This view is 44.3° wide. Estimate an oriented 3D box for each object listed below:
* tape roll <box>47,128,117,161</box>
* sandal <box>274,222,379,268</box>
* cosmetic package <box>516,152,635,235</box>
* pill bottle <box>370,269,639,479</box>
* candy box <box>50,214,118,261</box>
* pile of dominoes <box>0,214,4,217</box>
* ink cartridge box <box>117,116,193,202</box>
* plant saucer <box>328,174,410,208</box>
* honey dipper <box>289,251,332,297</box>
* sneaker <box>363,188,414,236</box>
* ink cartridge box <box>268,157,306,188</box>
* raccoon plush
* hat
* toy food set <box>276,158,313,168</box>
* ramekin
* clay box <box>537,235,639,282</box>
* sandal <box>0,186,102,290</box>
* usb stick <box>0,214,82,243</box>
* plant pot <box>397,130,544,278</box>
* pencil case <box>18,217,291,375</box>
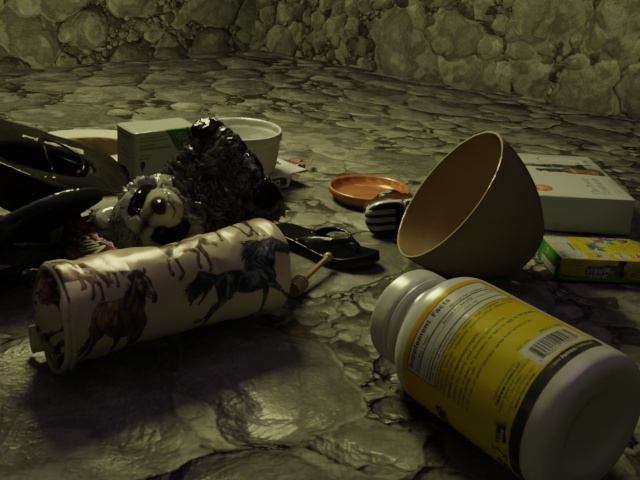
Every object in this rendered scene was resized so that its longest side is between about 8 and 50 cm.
[{"bbox_3d":[-0.580,-0.203,1.979,0.392,0.072,0.392,4,21,-2],"label":"tape roll"},{"bbox_3d":[-0.001,0.000,1.570,0.254,0.054,0.097,17,25,30],"label":"sandal"},{"bbox_3d":[0.568,-0.125,1.943,0.284,0.097,0.377,1,21,1],"label":"cosmetic package"},{"bbox_3d":[0.218,0.161,1.008,0.188,0.188,0.334,-10,25,-32],"label":"pill bottle"},{"bbox_3d":[-0.419,0.015,1.429,0.109,0.053,0.187,-17,30,-22],"label":"candy box"},{"bbox_3d":[-0.746,-0.008,1.521,0.196,0.040,0.251,19,34,28],"label":"pile of dominoes"},{"bbox_3d":[-0.349,-0.148,1.685,0.153,0.208,0.087,-14,30,-37],"label":"ink cartridge box"},{"bbox_3d":[0.118,-0.116,1.918,0.200,0.037,0.200,3,22,-1],"label":"plant saucer"},{"bbox_3d":[-0.016,0.056,1.437,0.030,0.030,0.161,12,28,21],"label":"honey dipper"},{"bbox_3d":[0.227,-0.078,1.751,0.281,0.106,0.162,0,18,-8],"label":"sneaker"},{"bbox_3d":[-0.177,-0.173,2.002,0.208,0.045,0.206,-15,28,-35],"label":"ink cartridge box"},{"bbox_3d":[-0.221,-0.015,1.458,0.299,0.446,0.216,-39,65,-8],"label":"raccoon plush"},{"bbox_3d":[-0.549,-0.119,1.523,0.331,0.134,0.331,24,18,-8],"label":"hat"},{"bbox_3d":[-0.084,-0.206,2.145,0.122,0.019,0.078,-1,20,9],"label":"toy food set"},{"bbox_3d":[-0.198,-0.222,1.917,0.207,0.109,0.207,3,23,-1],"label":"ramekin"},{"bbox_3d":[0.564,0.038,1.572,0.222,0.053,0.127,3,21,-4],"label":"clay box"},{"bbox_3d":[-0.539,0.041,1.286,0.446,0.107,0.167,-35,4,-39],"label":"sandal"},{"bbox_3d":[-0.585,-0.019,1.515,0.077,0.045,0.278,42,34,14],"label":"usb stick"},{"bbox_3d":[0.309,-0.036,1.489,0.191,0.284,0.284,35,15,-16],"label":"plant pot"},{"bbox_3d":[-0.230,0.075,1.191,0.410,0.160,0.183,-14,2,-38],"label":"pencil case"}]
